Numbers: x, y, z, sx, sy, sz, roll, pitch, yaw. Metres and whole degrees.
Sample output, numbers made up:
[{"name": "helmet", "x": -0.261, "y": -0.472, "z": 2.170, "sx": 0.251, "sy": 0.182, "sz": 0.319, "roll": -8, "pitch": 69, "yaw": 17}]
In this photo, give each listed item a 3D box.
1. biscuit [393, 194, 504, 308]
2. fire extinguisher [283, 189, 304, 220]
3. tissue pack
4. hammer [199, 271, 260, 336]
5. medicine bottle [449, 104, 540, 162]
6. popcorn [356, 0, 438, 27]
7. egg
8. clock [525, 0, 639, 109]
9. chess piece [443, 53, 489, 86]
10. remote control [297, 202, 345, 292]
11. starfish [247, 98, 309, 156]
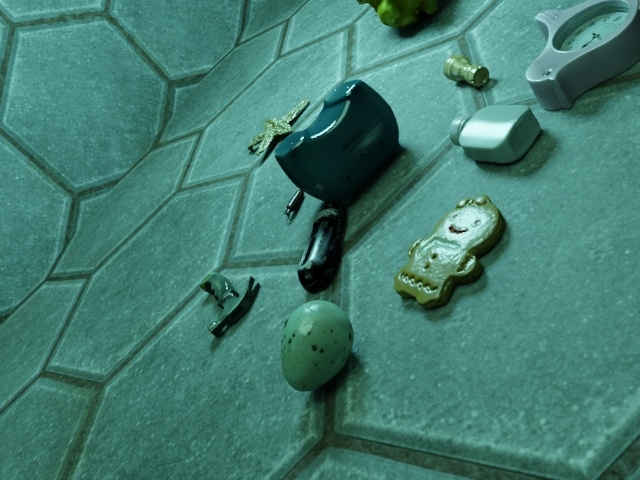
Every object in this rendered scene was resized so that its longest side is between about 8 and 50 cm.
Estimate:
[{"name": "biscuit", "x": 0.237, "y": 0.013, "z": 1.168, "sx": 0.249, "sy": 0.035, "sz": 0.184, "roll": -47, "pitch": 29, "yaw": -9}, {"name": "fire extinguisher", "x": -0.079, "y": -0.093, "z": 1.702, "sx": 0.046, "sy": 0.032, "sz": 0.100, "roll": -4, "pitch": 39, "yaw": 33}, {"name": "tissue pack", "x": 0.049, "y": -0.228, "z": 1.565, "sx": 0.287, "sy": 0.206, "sz": 0.198, "roll": -46, "pitch": 20, "yaw": -8}, {"name": "hammer", "x": -0.237, "y": 0.132, "z": 1.587, "sx": 0.159, "sy": 0.041, "sz": 0.226, "roll": -45, "pitch": 29, "yaw": -6}, {"name": "medicine bottle", "x": 0.346, "y": -0.219, "z": 1.309, "sx": 0.119, "sy": 0.069, "sz": 0.183, "roll": -53, "pitch": 31, "yaw": -11}, {"name": "popcorn", "x": 0.270, "y": -0.830, "z": 2.006, "sx": 0.326, "sy": 0.289, "sz": 0.321, "roll": -56, "pitch": 40, "yaw": 23}, {"name": "egg", "x": -0.013, "y": 0.186, "z": 1.147, "sx": 0.131, "sy": 0.131, "sz": 0.164, "roll": 6, "pitch": 61, "yaw": 54}, {"name": "clock", "x": 0.524, "y": -0.407, "z": 1.331, "sx": 0.275, "sy": 0.080, "sz": 0.290, "roll": -38, "pitch": 28, "yaw": 7}, {"name": "chess piece", "x": 0.356, "y": -0.408, "z": 1.563, "sx": 0.066, "sy": 0.066, "sz": 0.122, "roll": -41, "pitch": 35, "yaw": 2}, {"name": "remote control", "x": 0.000, "y": 0.000, "z": 1.444, "sx": 0.090, "sy": 0.066, "sz": 0.266, "roll": -20, "pitch": 36, "yaw": 29}, {"name": "starfish", "x": -0.157, "y": -0.381, "z": 2.169, "sx": 0.231, "sy": 0.048, "sz": 0.295, "roll": 5, "pitch": 53, "yaw": 54}]
